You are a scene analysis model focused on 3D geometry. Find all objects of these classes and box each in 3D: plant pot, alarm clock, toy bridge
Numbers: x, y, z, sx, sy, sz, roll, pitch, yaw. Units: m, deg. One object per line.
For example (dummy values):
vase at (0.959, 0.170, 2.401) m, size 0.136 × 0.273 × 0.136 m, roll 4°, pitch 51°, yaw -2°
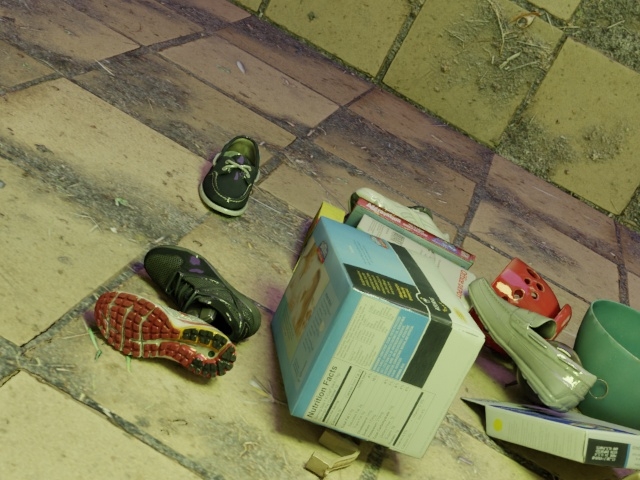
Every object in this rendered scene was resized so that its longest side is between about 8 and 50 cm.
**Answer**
plant pot at (0.630, 0.284, 2.079) m, size 0.290 × 0.195 × 0.290 m, roll 25°, pitch 23°, yaw -11°
alarm clock at (0.469, 0.266, 1.982) m, size 0.192 × 0.129 × 0.064 m, roll 17°, pitch -1°, yaw 11°
toy bridge at (0.030, 0.310, 1.536) m, size 0.063 × 0.026 × 0.188 m, roll 31°, pitch 21°, yaw 4°
plant pot at (0.413, 0.159, 2.114) m, size 0.174 × 0.191 × 0.191 m, roll 41°, pitch 24°, yaw 13°

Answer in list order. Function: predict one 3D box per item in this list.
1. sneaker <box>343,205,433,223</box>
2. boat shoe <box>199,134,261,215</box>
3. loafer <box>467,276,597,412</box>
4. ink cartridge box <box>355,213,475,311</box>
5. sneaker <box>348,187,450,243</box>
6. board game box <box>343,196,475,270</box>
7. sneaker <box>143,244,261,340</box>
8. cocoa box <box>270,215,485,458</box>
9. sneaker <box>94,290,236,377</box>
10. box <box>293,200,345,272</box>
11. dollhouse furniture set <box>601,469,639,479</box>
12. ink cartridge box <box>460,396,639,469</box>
sneaker at (0.140, -0.034, 2.365) m, size 0.267 × 0.101 × 0.106 m, roll -2°, pitch 7°, yaw -41°
boat shoe at (-0.190, -0.147, 2.183) m, size 0.114 × 0.091 × 0.302 m, roll 23°, pitch 23°, yaw -13°
loafer at (0.399, 0.182, 1.925) m, size 0.319 × 0.111 × 0.112 m, roll 54°, pitch 12°, yaw 31°
ink cartridge box at (0.169, 0.082, 2.079) m, size 0.273 × 0.114 × 0.198 m, roll 29°, pitch 23°, yaw 1°
sneaker at (0.181, -0.032, 2.272) m, size 0.292 × 0.110 × 0.118 m, roll 37°, pitch 46°, yaw -22°
board game box at (0.182, 0.017, 2.207) m, size 0.281 × 0.145 × 0.027 m, roll 27°, pitch 49°, yaw -4°
sneaker at (-0.212, 0.088, 1.651) m, size 0.227 × 0.087 × 0.130 m, roll 39°, pitch 17°, yaw 12°
cocoa box at (0.075, 0.143, 1.628) m, size 0.228 × 0.231 × 0.347 m, roll 21°, pitch 15°, yaw -15°
sneaker at (-0.237, 0.143, 1.535) m, size 0.225 × 0.088 × 0.093 m, roll 26°, pitch 2°, yaw -7°
box at (0.000, 0.000, 2.097) m, size 0.058 × 0.087 × 0.232 m, roll 27°, pitch 23°, yaw -3°
dollhouse furniture set at (0.549, 0.433, 1.723) m, size 0.081 × 0.114 × 0.091 m, roll -7°, pitch 66°, yaw -33°
ink cartridge box at (0.460, 0.354, 1.834) m, size 0.304 × 0.072 × 0.307 m, roll 12°, pitch -6°, yaw -34°
